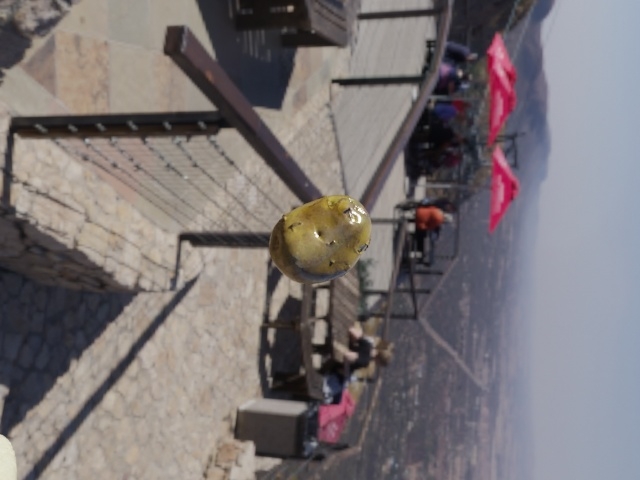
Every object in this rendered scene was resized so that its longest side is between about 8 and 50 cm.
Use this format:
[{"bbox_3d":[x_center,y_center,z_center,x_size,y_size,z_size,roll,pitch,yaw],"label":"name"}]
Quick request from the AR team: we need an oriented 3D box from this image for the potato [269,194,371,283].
[{"bbox_3d":[0.000,0.000,1.292,0.137,0.176,0.137,61,-14,27],"label":"potato"}]

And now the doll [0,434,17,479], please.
[{"bbox_3d":[-0.384,0.316,0.859,0.278,0.175,0.149,-124,-152,-51],"label":"doll"}]
